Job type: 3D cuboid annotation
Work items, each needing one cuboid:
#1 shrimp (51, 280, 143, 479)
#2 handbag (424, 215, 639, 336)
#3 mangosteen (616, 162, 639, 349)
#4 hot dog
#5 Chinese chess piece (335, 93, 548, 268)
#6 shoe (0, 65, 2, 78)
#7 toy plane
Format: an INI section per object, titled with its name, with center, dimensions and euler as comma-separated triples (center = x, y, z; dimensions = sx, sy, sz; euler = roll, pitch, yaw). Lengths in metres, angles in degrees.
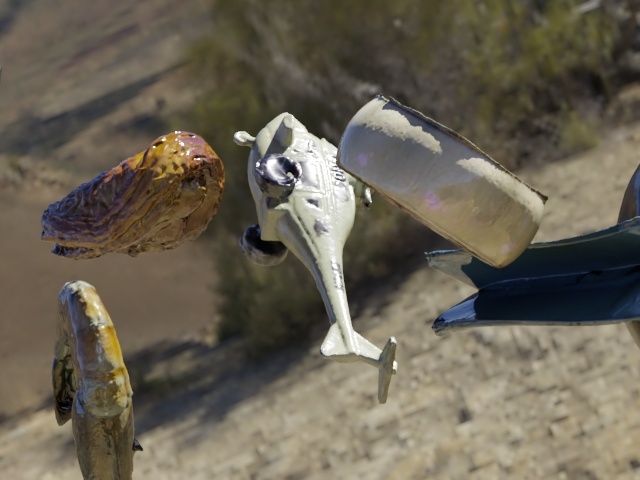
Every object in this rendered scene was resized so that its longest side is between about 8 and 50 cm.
[shrimp]
center = -0.181, 0.135, 1.342
dimensions = 0.051, 0.217, 0.150
euler = -9, 12, -24
[handbag]
center = 0.174, 0.024, 1.037
dimensions = 0.144, 0.057, 0.221
euler = -2, -5, -30
[mangosteen]
center = 0.368, 0.005, 1.397
dimensions = 0.275, 0.275, 0.302
euler = -20, 8, 10
[hot dog]
center = -0.133, -0.023, 1.208
dimensions = 0.147, 0.065, 0.099
euler = -29, -13, 29
[Chinese chess piece]
center = 0.067, -0.032, 0.954
dimensions = 0.051, 0.122, 0.122
euler = -59, 14, 2
[shoe]
center = -0.323, -0.118, 1.558
dimensions = 0.049, 0.071, 0.179
euler = 6, 21, -9
[toy plane]
center = 0.000, 0.000, 1.300
dimensions = 0.108, 0.092, 0.286
euler = 2, 42, -13
